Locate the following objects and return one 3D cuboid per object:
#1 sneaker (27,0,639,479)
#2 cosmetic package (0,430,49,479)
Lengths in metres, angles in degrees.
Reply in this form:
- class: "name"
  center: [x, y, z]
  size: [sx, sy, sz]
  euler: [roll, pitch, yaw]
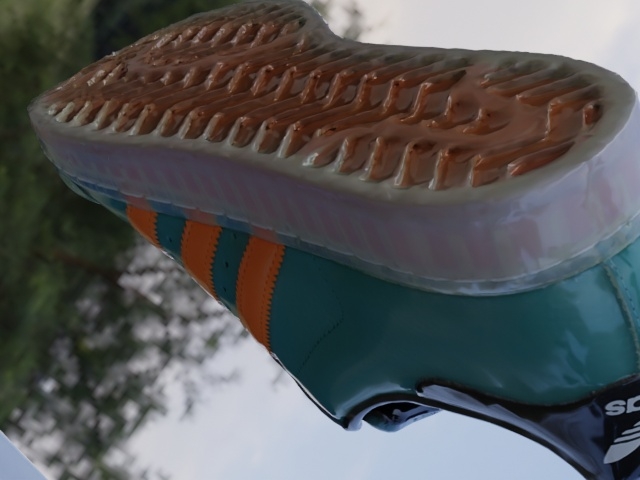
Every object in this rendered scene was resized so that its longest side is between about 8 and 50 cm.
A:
- class: "sneaker"
  center: [0.000, 0.000, 0.584]
  size: [0.108, 0.121, 0.302]
  euler: [-31, -153, -22]
- class: "cosmetic package"
  center: [-0.241, 0.152, 0.765]
  size: [0.230, 0.453, 0.161]
  euler: [7, -116, 17]
